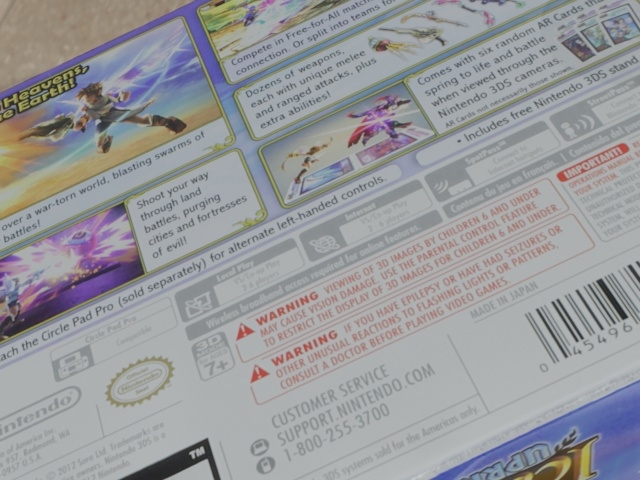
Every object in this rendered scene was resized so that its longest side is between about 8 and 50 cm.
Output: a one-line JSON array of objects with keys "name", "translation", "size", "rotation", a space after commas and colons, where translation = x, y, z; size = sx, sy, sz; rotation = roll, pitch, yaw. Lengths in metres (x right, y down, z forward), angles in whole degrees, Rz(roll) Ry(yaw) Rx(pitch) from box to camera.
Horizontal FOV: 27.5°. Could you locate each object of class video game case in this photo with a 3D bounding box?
[{"name": "video game case", "translation": [0.000, 0.000, 0.429], "size": [0.269, 0.244, 0.061], "rotation": [-25, 134, 1]}]
